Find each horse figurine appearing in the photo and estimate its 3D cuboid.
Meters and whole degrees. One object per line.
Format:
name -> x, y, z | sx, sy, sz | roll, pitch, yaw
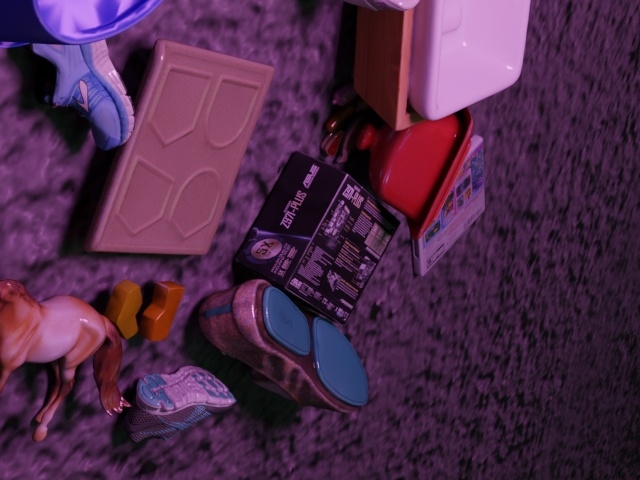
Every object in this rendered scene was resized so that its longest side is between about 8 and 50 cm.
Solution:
horse figurine -> -0.265, 0.109, 1.352 | 0.263, 0.066, 0.174 | 7, 113, -58

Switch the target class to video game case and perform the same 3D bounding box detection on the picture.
video game case -> 0.176, -0.048, 2.000 | 0.157, 0.019, 0.143 | -45, 146, -29

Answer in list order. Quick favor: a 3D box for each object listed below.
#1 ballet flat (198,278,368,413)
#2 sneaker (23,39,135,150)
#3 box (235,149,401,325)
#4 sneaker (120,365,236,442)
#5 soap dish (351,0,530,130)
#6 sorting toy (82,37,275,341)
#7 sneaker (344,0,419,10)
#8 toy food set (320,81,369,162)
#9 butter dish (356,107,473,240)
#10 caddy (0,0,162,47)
ballet flat -> -0.046, 0.126, 1.690 | 0.316, 0.106, 0.107 | 48, 36, -54
sneaker -> -0.215, -0.137, 1.256 | 0.073, 0.063, 0.162 | -34, 139, -14
box -> 0.000, 0.000, 1.684 | 0.147, 0.077, 0.180 | -61, 152, -4
sneaker -> -0.162, 0.185, 1.607 | 0.166, 0.065, 0.076 | 5, 126, -56
soap dish -> 0.137, -0.289, 1.602 | 0.229, 0.118, 0.291 | -27, 129, -47
sorting toy -> -0.157, -0.044, 1.437 | 0.229, 0.041, 0.307 | 0, 113, -64
sneaker -> 0.062, -0.366, 1.408 | 0.114, 0.152, 0.305 | -33, 138, -39
toy food set -> 0.030, -0.148, 1.677 | 0.078, 0.019, 0.122 | -2, 123, -58
butter dish -> 0.099, -0.104, 1.696 | 0.160, 0.118, 0.160 | -90, -157, -71
caddy -> -0.192, -0.293, 1.031 | 0.241, 0.179, 0.341 | 44, 74, -37
